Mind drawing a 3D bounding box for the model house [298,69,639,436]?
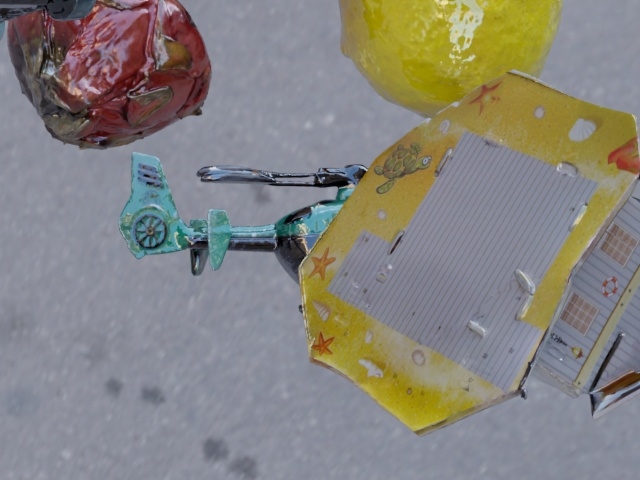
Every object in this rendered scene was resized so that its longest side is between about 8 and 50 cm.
[{"bbox_3d":[0.115,0.026,1.050,0.136,0.219,0.207,32,85,-35],"label":"model house"}]

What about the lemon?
[{"bbox_3d":[0.127,-0.254,1.814,0.233,0.233,0.288,-9,92,-25],"label":"lemon"}]

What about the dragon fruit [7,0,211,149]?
[{"bbox_3d":[-0.231,-0.165,1.766,0.218,0.224,0.148,16,53,30],"label":"dragon fruit"}]

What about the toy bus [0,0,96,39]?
[{"bbox_3d":[-0.263,-0.235,1.360,0.133,0.271,0.165,-6,89,-44],"label":"toy bus"}]

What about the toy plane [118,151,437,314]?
[{"bbox_3d":[0.000,0.000,1.716,0.381,0.106,0.155,1,83,-14],"label":"toy plane"}]
